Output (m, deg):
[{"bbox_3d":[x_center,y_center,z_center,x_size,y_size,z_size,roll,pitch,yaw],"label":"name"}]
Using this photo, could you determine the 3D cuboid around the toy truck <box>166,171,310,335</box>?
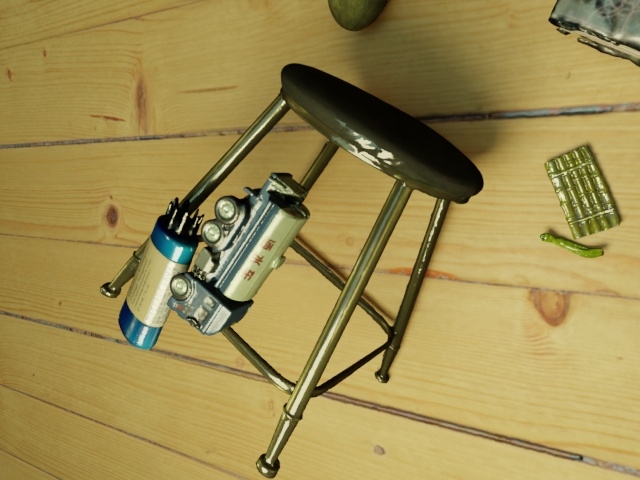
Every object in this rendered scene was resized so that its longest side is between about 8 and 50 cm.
[{"bbox_3d":[-0.086,0.014,0.604,0.088,0.074,0.202,39,109,11],"label":"toy truck"}]

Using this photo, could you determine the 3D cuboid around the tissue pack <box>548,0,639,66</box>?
[{"bbox_3d":[0.446,-0.348,0.554,0.259,0.122,0.361,33,114,22],"label":"tissue pack"}]

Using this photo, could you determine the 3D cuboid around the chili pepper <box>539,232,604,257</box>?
[{"bbox_3d":[0.343,0.008,0.743,0.083,0.030,0.017,21,92,23],"label":"chili pepper"}]

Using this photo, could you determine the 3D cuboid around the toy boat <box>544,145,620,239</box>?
[{"bbox_3d":[0.352,-0.064,0.730,0.063,0.016,0.115,-24,87,35],"label":"toy boat"}]

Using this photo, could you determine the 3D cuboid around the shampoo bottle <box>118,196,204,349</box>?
[{"bbox_3d":[-0.194,0.036,0.663,0.087,0.050,0.183,47,115,51],"label":"shampoo bottle"}]

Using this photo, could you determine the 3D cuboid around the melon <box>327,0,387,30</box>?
[{"bbox_3d":[0.058,-0.382,0.808,0.098,0.098,0.131,26,112,27],"label":"melon"}]

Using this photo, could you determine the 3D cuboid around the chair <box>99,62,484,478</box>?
[{"bbox_3d":[0.000,0.000,0.785,0.362,0.364,0.410,40,114,21],"label":"chair"}]
